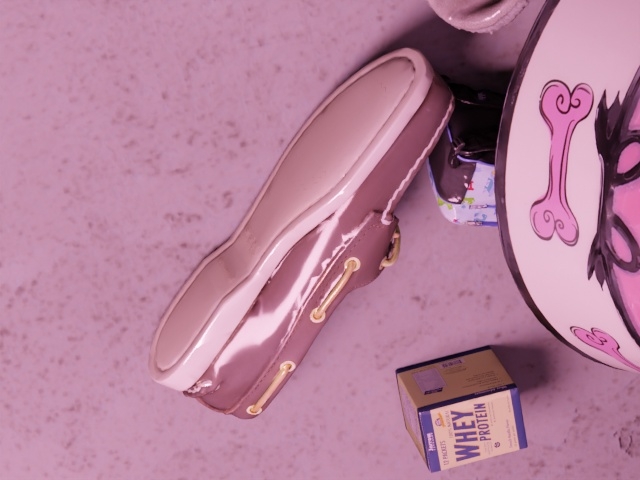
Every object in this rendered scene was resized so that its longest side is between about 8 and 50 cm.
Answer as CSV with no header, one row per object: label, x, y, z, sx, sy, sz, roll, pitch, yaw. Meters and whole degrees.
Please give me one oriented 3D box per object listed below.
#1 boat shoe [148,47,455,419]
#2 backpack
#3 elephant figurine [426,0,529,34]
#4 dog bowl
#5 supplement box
boat shoe,0.000,0.000,1.462,0.096,0.116,0.324,32,105,-25
backpack,0.138,-0.064,1.473,0.114,0.105,0.084,3,132,-16
elephant figurine,0.115,-0.231,1.348,0.239,0.186,0.169,26,99,-11
dog bowl,0.337,-0.065,1.425,0.408,0.150,0.408,-12,115,-26
supplement box,0.112,0.134,1.549,0.083,0.083,0.056,-14,113,-6
